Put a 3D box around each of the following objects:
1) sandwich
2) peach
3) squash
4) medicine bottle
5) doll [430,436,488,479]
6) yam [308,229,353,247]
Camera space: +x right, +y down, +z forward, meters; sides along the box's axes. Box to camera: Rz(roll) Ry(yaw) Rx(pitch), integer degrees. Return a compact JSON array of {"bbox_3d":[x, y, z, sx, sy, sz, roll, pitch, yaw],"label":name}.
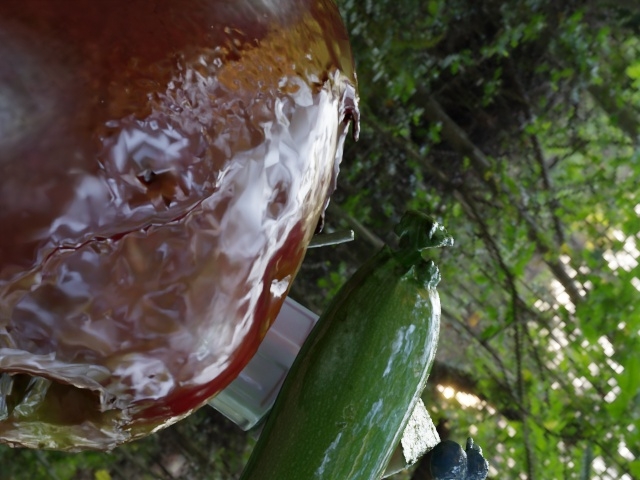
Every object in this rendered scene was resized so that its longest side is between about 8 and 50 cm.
[{"bbox_3d":[0.092,0.230,1.225,0.058,0.162,0.193,-29,170,16],"label":"sandwich"},{"bbox_3d":[-0.156,-0.075,0.575,0.339,0.353,0.416,130,-32,-48],"label":"peach"},{"bbox_3d":[0.003,0.153,0.669,0.378,0.101,0.101,-64,174,7],"label":"squash"},{"bbox_3d":[-0.015,0.140,0.838,0.135,0.169,0.135,-56,-176,7],"label":"medicine bottle"},{"bbox_3d":[0.193,0.309,1.239,0.050,0.083,0.076,134,-34,-67],"label":"doll"},{"bbox_3d":[0.000,0.000,1.532,0.116,0.021,0.021,-10,176,1],"label":"yam"}]
